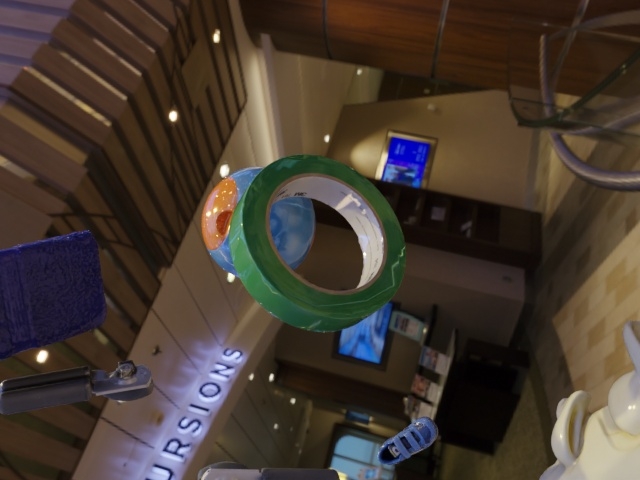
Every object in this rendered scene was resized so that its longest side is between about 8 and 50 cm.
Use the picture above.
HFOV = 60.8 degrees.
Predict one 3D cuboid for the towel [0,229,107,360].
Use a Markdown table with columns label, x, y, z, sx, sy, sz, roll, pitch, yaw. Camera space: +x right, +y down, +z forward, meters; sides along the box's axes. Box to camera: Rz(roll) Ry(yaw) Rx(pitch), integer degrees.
| label | x | y | z | sx | sy | sz | roll | pitch | yaw |
| --- | --- | --- | --- | --- | --- | --- | --- | --- | --- |
| towel | -0.595 | 0.112 | 1.088 | 0.308 | 0.076 | 0.228 | -17 | -64 | -42 |

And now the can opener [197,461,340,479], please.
| label | x | y | z | sx | sy | sz | roll | pitch | yaw |
| --- | --- | --- | --- | --- | --- | --- | --- | --- | --- |
| can opener | -0.101 | 0.475 | 1.082 | 0.093 | 0.280 | 0.074 | -108 | 28 | -66 |

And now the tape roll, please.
| label | x | y | z | sx | sy | sz | roll | pitch | yaw |
| --- | --- | --- | --- | --- | --- | --- | --- | --- | --- |
| tape roll | 0.000 | 0.000 | 0.979 | 0.077 | 0.321 | 0.322 | -45 | 20 | 51 |

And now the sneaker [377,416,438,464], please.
| label | x | y | z | sx | sy | sz | roll | pitch | yaw |
| --- | --- | --- | --- | --- | --- | --- | --- | --- | --- |
| sneaker | 0.166 | 0.390 | 1.047 | 0.059 | 0.053 | 0.144 | -6 | -36 | -53 |

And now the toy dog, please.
| label | x | y | z | sx | sy | sz | roll | pitch | yaw |
| --- | --- | --- | --- | --- | --- | --- | --- | --- | --- |
| toy dog | 0.523 | 0.415 | 0.897 | 0.408 | 0.284 | 0.396 | -59 | 12 | 32 |

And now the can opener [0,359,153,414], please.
| label | x | y | z | sx | sy | sz | roll | pitch | yaw |
| --- | --- | --- | --- | --- | --- | --- | --- | --- | --- |
| can opener | -0.483 | 0.309 | 1.099 | 0.076 | 0.283 | 0.095 | -131 | 40 | -56 |

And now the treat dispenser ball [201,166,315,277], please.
| label | x | y | z | sx | sy | sz | roll | pitch | yaw |
| --- | --- | --- | --- | --- | --- | --- | --- | --- | --- |
| treat dispenser ball | -0.153 | -0.041 | 1.374 | 0.288 | 0.287 | 0.289 | 13 | -90 | -81 |
